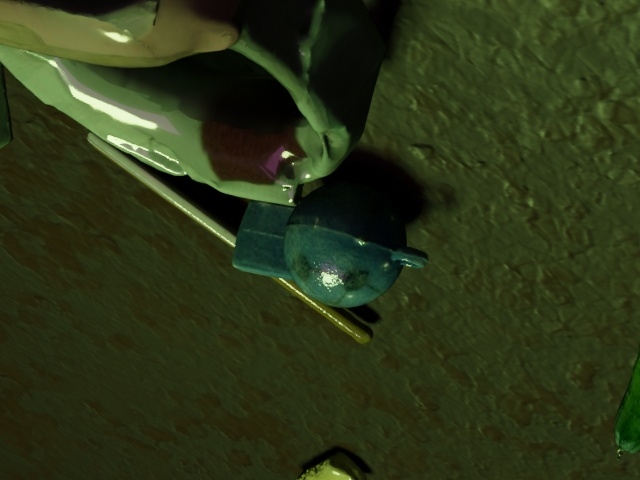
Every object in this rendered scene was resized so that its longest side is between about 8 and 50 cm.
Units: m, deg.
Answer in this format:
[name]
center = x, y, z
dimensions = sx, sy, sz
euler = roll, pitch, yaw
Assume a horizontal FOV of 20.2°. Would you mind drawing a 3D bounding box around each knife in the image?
[knife]
center = -0.060, -0.004, 1.282
dimensions = 0.256, 0.022, 0.046
euler = 37, -177, -12

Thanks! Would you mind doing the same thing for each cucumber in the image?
[cucumber]
center = 0.223, 0.101, 1.209
dimensions = 0.039, 0.039, 0.168
euler = 19, 145, 14

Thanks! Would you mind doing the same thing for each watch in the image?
[watch]
center = -0.090, -0.129, 1.037
dimensions = 0.253, 0.161, 0.241
euler = 17, 159, 22

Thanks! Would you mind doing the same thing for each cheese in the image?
[cheese]
center = 0.008, 0.207, 1.531
dimensions = 0.044, 0.030, 0.083
euler = 39, 141, -7

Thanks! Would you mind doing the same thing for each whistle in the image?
[whistle]
center = 0.000, 0.000, 1.190
dimensions = 0.158, 0.090, 0.090
euler = 10, 144, 27

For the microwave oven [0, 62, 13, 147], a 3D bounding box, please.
[microwave oven]
center = -0.384, -0.127, 1.146
dimensions = 0.295, 0.237, 0.181
euler = 12, 122, 24
